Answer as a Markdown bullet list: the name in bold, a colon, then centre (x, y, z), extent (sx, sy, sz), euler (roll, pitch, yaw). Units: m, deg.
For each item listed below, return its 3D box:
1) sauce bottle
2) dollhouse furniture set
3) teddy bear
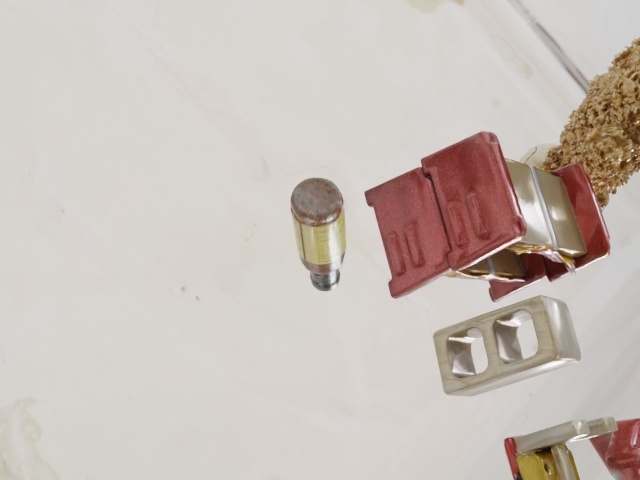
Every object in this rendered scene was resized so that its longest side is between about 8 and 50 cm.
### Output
- **sauce bottle**: centre (0.000, 0.000, 0.628), extent (0.042, 0.042, 0.128), euler (-25, -27, -12)
- **dollhouse furniture set**: centre (0.196, 0.098, 0.753), extent (0.201, 0.152, 0.373), euler (10, -119, -45)
- **teddy bear**: centre (0.338, -0.141, 0.917), extent (0.113, 0.338, 0.245), euler (25, -119, -4)
